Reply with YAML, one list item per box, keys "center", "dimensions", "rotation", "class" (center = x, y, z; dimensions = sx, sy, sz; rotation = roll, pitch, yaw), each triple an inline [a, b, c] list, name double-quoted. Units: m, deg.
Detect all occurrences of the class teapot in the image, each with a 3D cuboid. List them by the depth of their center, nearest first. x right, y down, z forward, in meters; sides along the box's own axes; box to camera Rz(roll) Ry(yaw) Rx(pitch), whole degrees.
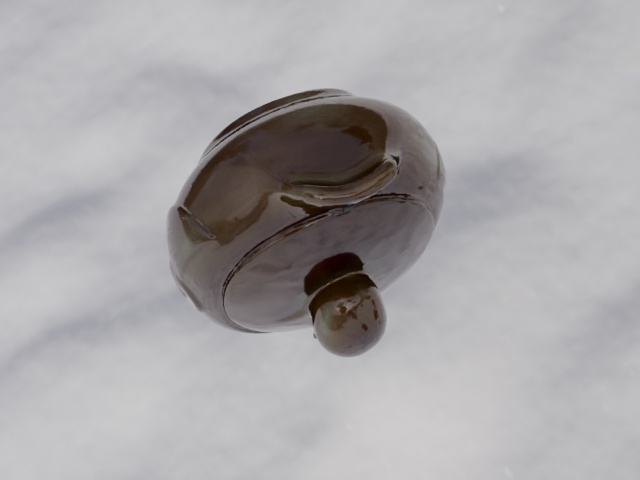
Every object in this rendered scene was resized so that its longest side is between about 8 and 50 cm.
- center: [0.000, 0.000, 0.601]
  dimensions: [0.098, 0.129, 0.078]
  rotation: [-16, 68, -16]
  class: "teapot"
